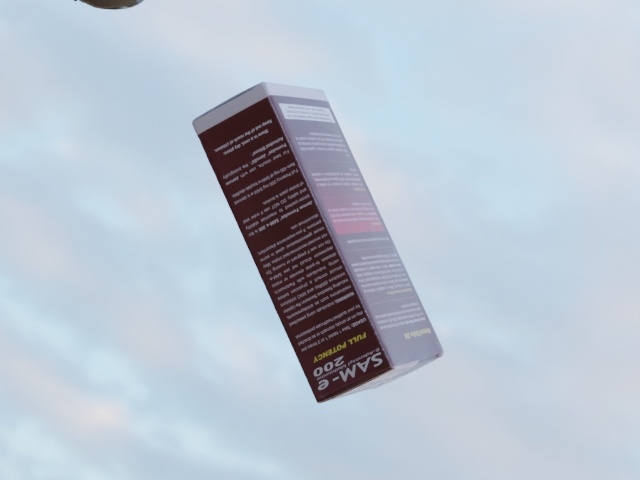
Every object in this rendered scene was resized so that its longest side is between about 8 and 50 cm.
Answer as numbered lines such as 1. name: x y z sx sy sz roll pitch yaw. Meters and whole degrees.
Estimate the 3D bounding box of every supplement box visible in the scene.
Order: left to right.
1. supplement box: 0.000 0.000 1.490 0.073 0.239 0.130 -28 -9 20

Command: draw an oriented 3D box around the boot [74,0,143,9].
1. boot: -0.134 -0.247 1.514 0.246 0.094 0.207 23 -19 2
